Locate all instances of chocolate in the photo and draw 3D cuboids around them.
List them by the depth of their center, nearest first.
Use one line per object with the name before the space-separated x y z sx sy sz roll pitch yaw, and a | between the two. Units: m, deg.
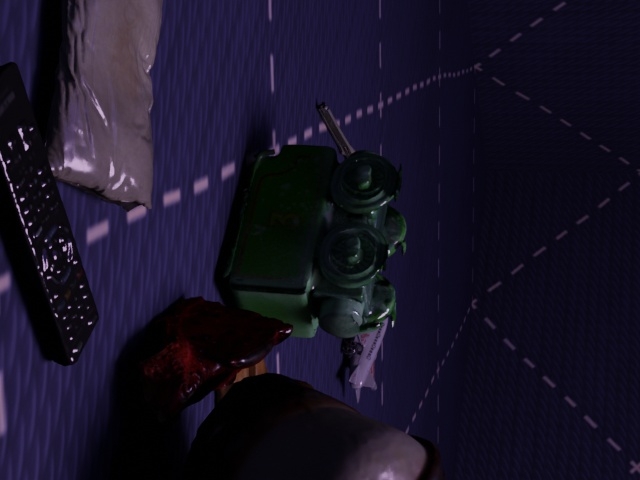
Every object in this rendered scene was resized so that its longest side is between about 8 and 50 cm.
chocolate | 0.013 0.267 1.095 0.283 0.186 0.284 -3 93 -62

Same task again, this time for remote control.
remote control | -0.208 -0.013 0.893 0.063 0.025 0.245 -64 153 -49

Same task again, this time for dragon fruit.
dragon fruit | -0.106 0.130 1.150 0.192 0.122 0.092 -47 146 -71

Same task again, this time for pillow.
pillow | -0.171 -0.147 0.979 0.148 0.050 0.230 29 64 -72

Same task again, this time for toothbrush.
toothbrush | 0.036 -0.144 1.866 0.294 0.026 0.028 62 48 -64

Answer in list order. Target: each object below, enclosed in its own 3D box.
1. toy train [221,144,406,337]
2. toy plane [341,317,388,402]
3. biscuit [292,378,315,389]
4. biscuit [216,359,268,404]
toy train | 0.000 0.000 1.399 0.132 0.188 0.243 79 19 -54
toy plane | 0.073 0.171 1.975 0.162 0.065 0.171 71 23 -54
biscuit | -0.004 0.348 1.415 0.367 0.063 0.314 -116 -158 -45
biscuit | -0.092 0.242 1.395 0.144 0.040 0.236 13 77 -70
